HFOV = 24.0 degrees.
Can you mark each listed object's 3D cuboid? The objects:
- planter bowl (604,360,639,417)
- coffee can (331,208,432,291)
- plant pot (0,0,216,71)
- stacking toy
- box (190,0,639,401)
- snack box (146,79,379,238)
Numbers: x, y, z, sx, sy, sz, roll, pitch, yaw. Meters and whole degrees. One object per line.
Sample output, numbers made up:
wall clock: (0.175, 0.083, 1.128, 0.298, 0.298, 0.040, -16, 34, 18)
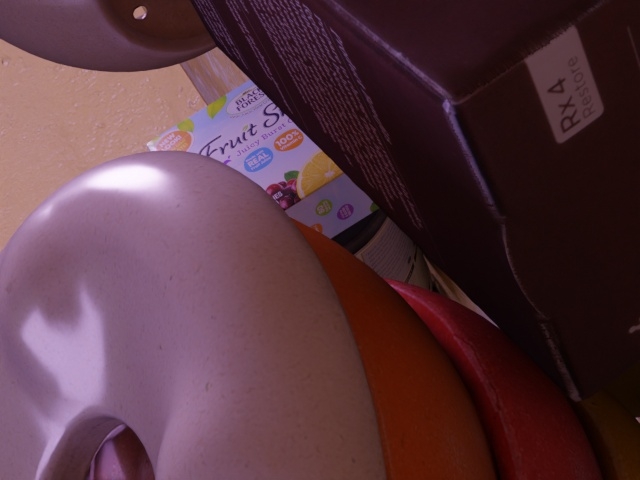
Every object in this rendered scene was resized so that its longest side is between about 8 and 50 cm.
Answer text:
planter bowl: (0.160, 0.039, 0.901, 0.217, 0.090, 0.217, 58, 175, 8)
coffee can: (0.000, 0.000, 1.543, 0.201, 0.201, 0.275, 55, 174, 30)
plant pot: (-0.126, -0.224, 1.004, 0.191, 0.284, 0.284, 51, 171, 46)
stacking toy: (0.071, 0.151, 0.767, 0.480, 0.350, 0.350, 6, -147, -36)
box: (0.043, -0.119, 0.727, 0.381, 0.143, 0.191, 50, 172, 46)
snack box: (-0.030, -0.075, 1.358, 0.174, 0.207, 0.070, 54, 173, 43)
